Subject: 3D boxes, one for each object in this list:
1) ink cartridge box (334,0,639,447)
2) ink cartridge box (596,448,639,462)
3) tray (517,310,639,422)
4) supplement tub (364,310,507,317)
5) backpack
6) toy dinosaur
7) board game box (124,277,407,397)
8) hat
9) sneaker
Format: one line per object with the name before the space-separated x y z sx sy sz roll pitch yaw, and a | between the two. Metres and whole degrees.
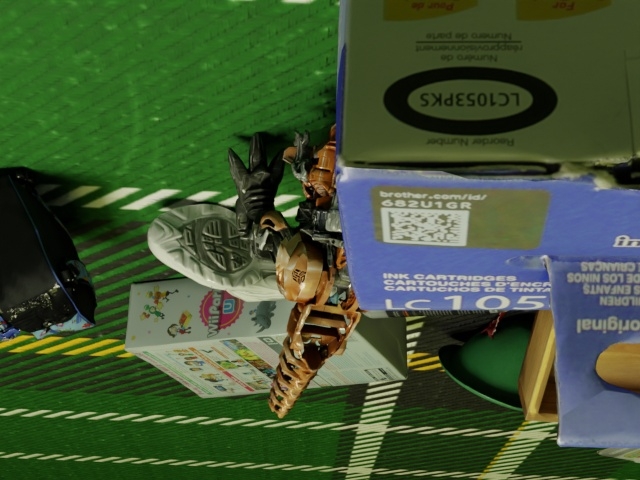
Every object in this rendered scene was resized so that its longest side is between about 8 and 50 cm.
ink cartridge box | 0.143 -0.117 0.453 0.270 0.395 0.151 0 156 5
ink cartridge box | 0.588 0.237 1.547 0.272 0.130 0.309 10 155 -16
tray | 0.461 0.130 1.282 0.411 0.076 0.202 4 125 -4
supplement tub | 0.134 0.020 1.111 0.191 0.117 0.117 -3 156 13
backpack | -0.308 0.032 1.127 0.117 0.158 0.173 -28 159 -6
toy dinosaur | 0.000 0.000 0.937 0.164 0.218 0.322 32 103 -24
board game box | -0.063 0.120 1.386 0.304 0.097 0.224 -8 153 19
hat | 0.266 0.110 1.420 0.173 0.183 0.208 15 -164 -11
sneaker | -0.096 0.029 1.194 0.232 0.090 0.115 18 155 -30
